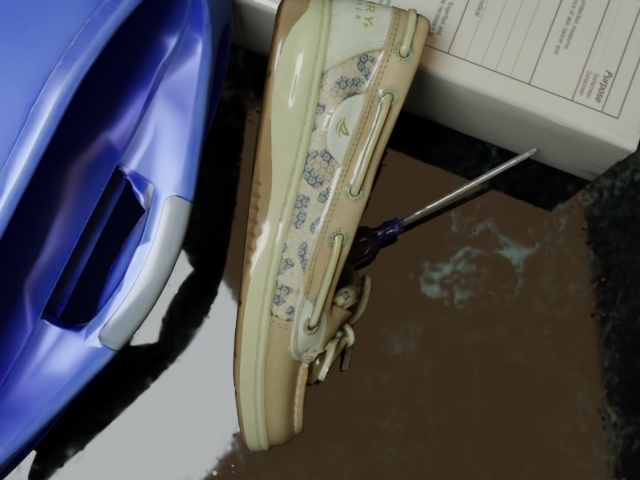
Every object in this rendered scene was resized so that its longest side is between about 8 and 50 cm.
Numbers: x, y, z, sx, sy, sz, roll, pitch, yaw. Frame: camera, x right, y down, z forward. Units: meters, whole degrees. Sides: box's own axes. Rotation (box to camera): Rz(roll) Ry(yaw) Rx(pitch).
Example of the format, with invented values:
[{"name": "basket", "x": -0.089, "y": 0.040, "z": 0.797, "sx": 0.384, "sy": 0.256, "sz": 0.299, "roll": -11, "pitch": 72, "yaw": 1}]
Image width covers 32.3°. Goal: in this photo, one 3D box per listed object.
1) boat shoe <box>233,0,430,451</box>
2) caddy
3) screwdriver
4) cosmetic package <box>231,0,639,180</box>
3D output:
[{"name": "boat shoe", "x": 0.000, "y": 0.000, "z": 0.654, "sx": 0.089, "sy": 0.104, "sz": 0.285, "roll": 6, "pitch": 112, "yaw": -5}, {"name": "caddy", "x": -0.163, "y": -0.016, "z": 0.621, "sx": 0.179, "sy": 0.241, "sz": 0.341, "roll": 26, "pitch": 89, "yaw": 9}, {"name": "screwdriver", "x": 0.066, "y": -0.016, "z": 0.723, "sx": 0.170, "sy": 0.025, "sz": 0.024, "roll": -25, "pitch": 40, "yaw": 6}, {"name": "cosmetic package", "x": 0.070, "y": -0.171, "z": 0.715, "sx": 0.309, "sy": 0.113, "sz": 0.160, "roll": 23, "pitch": 83, "yaw": 2}]
